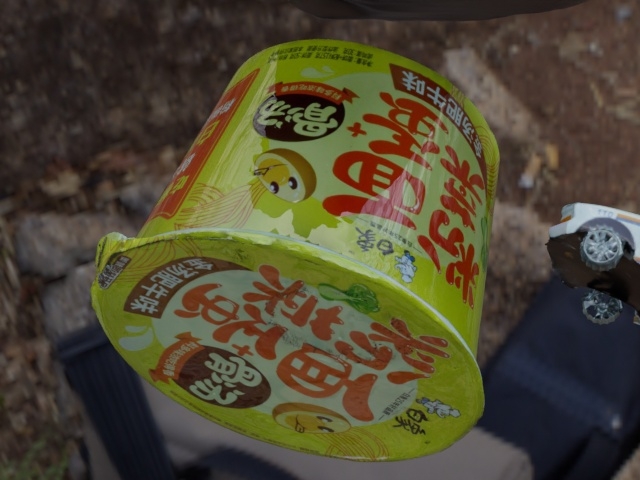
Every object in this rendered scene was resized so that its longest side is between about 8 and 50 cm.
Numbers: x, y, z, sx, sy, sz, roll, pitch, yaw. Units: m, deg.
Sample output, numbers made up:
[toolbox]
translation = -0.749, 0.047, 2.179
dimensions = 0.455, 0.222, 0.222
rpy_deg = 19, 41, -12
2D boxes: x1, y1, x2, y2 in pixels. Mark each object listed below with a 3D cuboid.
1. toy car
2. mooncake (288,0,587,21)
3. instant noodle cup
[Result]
[toy car]
translation = 0.234, 0.031, 1.091
dimensions = 0.205, 0.095, 0.056
rpy_deg = 17, 68, 18
[mooncake]
translation = 0.072, -0.281, 1.389
dimensions = 0.350, 0.381, 0.212
rpy_deg = 7, 92, 3
[instant noodle cup]
translation = 0.000, 0.000, 1.397
dimensions = 0.311, 0.311, 0.221
rpy_deg = 9, 55, 15
